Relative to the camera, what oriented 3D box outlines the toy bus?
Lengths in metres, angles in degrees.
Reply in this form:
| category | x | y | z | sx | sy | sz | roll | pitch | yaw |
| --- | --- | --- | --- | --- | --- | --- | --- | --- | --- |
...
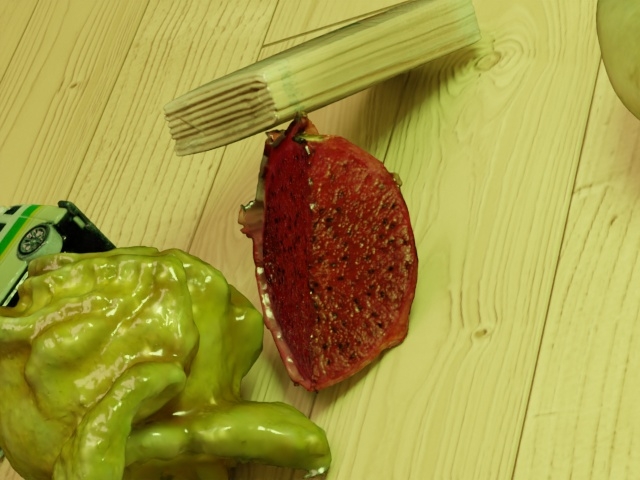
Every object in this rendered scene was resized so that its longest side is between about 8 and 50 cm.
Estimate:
| category | x | y | z | sx | sy | sz | roll | pitch | yaw |
| --- | --- | --- | --- | --- | --- | --- | --- | --- | --- |
| toy bus | -0.357 | 0.092 | 2.139 | 0.165 | 0.133 | 0.276 | 11 | 59 | 48 |

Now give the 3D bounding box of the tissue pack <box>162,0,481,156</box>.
| category | x | y | z | sx | sy | sz | roll | pitch | yaw |
| --- | --- | --- | --- | --- | --- | --- | --- | --- | --- |
| tissue pack | 0.005 | -0.178 | 1.981 | 0.325 | 0.071 | 0.170 | -26 | 9 | -41 |

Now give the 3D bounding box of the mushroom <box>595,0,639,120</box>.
| category | x | y | z | sx | sy | sz | roll | pitch | yaw |
| --- | --- | --- | --- | --- | --- | --- | --- | --- | --- |
| mushroom | 0.354 | -0.250 | 1.650 | 0.314 | 0.336 | 0.314 | -28 | 29 | 17 |

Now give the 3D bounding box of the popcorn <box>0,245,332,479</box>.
| category | x | y | z | sx | sy | sz | roll | pitch | yaw |
| --- | --- | --- | --- | --- | --- | --- | --- | --- | --- |
| popcorn | -0.187 | 0.147 | 1.798 | 0.321 | 0.290 | 0.325 | -19 | 22 | 32 |

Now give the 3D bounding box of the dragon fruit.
| category | x | y | z | sx | sy | sz | roll | pitch | yaw |
| --- | --- | --- | --- | --- | --- | --- | --- | --- | --- |
| dragon fruit | 0.007 | -0.002 | 1.856 | 0.126 | 0.274 | 0.161 | -9 | 14 | -27 |
